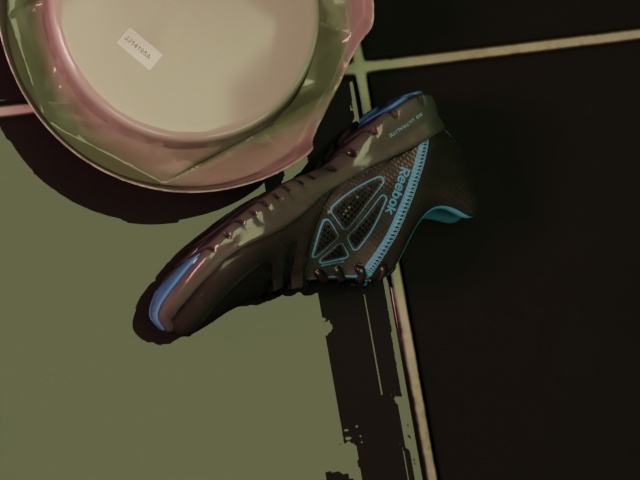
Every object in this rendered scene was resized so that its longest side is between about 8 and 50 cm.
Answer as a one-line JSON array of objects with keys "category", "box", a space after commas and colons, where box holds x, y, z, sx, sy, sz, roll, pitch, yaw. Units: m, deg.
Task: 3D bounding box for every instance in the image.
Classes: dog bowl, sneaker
[{"category": "dog bowl", "box": [-0.130, -0.208, 1.576, 0.349, 0.102, 0.349, 2, 82, -14]}, {"category": "sneaker", "box": [0.000, 0.000, 1.574, 0.341, 0.125, 0.139, -35, 97, -14]}]
